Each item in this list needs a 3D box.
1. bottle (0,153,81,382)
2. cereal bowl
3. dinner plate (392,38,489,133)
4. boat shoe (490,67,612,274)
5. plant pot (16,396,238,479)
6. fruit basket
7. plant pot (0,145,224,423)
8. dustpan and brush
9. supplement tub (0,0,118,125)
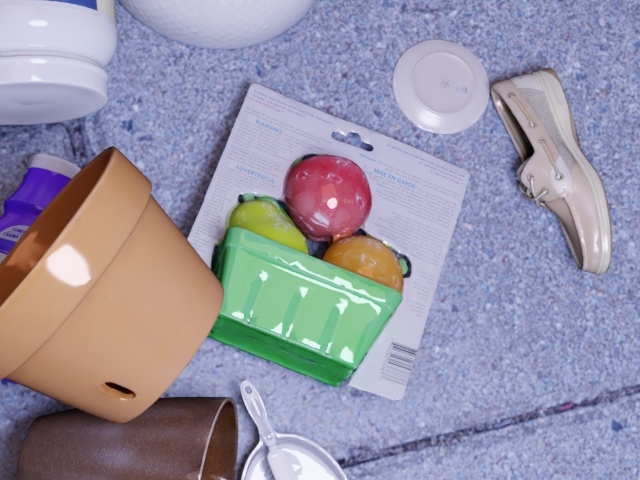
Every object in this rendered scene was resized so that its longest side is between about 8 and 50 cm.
[{"bbox_3d":[-0.373,0.032,1.562,0.118,0.092,0.283,18,75,-4],"label":"bottle"},{"bbox_3d":[-0.139,-0.438,1.686,0.339,0.141,0.339,2,76,-10],"label":"cereal bowl"},{"bbox_3d":[0.171,-0.218,1.753,0.141,0.017,0.141,2,78,-10],"label":"dinner plate"},{"bbox_3d":[0.313,-0.089,1.704,0.098,0.109,0.302,-14,74,-7],"label":"boat shoe"},{"bbox_3d":[-0.234,0.278,1.490,0.230,0.215,0.215,7,76,8],"label":"plant pot"},{"bbox_3d":[0.000,0.000,1.626,0.327,0.165,0.353,21,59,-5],"label":"fruit basket"},{"bbox_3d":[-0.246,0.068,1.401,0.203,0.291,0.291,39,74,-16],"label":"plant pot"},{"bbox_3d":[-0.056,0.276,1.577,0.147,0.060,0.211,-24,82,-14],"label":"dustpan and brush"},{"bbox_3d":[-0.377,-0.326,1.565,0.235,0.235,0.325,-4,81,-11],"label":"supplement tub"}]
